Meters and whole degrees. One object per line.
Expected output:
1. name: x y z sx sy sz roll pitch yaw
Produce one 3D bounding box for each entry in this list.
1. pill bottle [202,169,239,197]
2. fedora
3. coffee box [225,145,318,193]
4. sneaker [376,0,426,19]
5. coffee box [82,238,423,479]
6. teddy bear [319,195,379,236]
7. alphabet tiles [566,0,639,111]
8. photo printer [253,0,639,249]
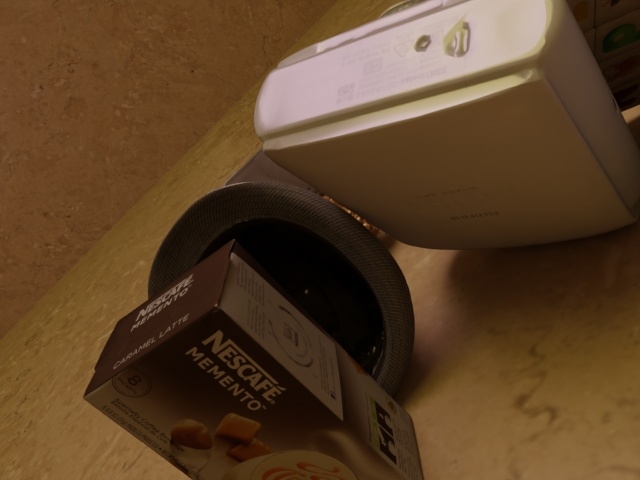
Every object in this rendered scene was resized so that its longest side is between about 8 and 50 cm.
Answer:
1. pill bottle: -0.201 -0.031 1.195 0.131 0.131 0.229 -12 37 50
2. fedora: -0.029 0.066 0.628 0.243 0.276 0.124 -58 -7 13
3. coffee box: -0.015 -0.171 1.075 0.168 0.119 0.297 -34 11 45
4. sneaker: 0.235 -0.555 1.471 0.281 0.105 0.115 -32 25 22
5. coffee box: -0.044 0.138 0.489 0.141 0.246 0.098 -34 24 17
6. teddy bear: 0.000 0.000 0.847 0.245 0.113 0.337 -24 28 40
7. alphabet tiles: 0.253 -0.182 0.548 0.343 0.285 0.011 -21 64 14
8. photo printer: 0.133 -0.076 0.529 0.256 0.308 0.107 -7 67 37
